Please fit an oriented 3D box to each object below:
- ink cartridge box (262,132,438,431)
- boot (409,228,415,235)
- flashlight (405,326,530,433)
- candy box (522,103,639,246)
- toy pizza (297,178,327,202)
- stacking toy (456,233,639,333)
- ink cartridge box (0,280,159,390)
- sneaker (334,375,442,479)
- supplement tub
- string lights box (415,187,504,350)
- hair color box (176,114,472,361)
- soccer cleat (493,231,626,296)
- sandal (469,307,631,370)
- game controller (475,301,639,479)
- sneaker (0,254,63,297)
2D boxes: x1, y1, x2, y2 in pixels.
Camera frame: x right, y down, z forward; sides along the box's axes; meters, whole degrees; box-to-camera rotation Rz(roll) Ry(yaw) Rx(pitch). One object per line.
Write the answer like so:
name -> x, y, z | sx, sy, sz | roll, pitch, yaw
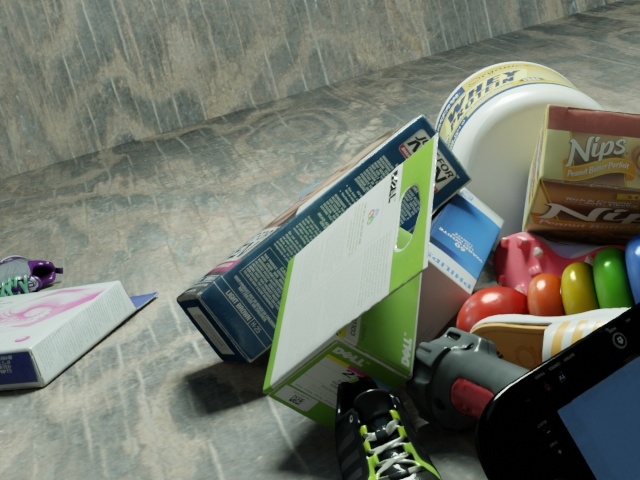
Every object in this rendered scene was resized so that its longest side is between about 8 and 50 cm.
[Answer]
ink cartridge box -> 0.063, 0.046, 1.358 | 0.255, 0.097, 0.188 | -41, 28, 39
boot -> 0.026, 0.007, 1.911 | 0.179, 0.085, 0.236 | -27, 19, -32
flashlight -> 0.163, 0.158, 1.217 | 0.103, 0.103, 0.304 | -23, 12, -17
candy box -> 0.326, -0.061, 1.516 | 0.183, 0.087, 0.316 | 6, -9, 6
toy pizza -> 0.060, -0.083, 2.311 | 0.201, 0.032, 0.201 | -14, 14, 3
stacking toy -> 0.295, 0.062, 1.382 | 0.330, 0.141, 0.141 | -16, 14, 18
ink cartridge box -> -0.450, 0.128, 1.974 | 0.324, 0.071, 0.330 | -9, 17, 25
sneaker -> 0.047, 0.184, 1.211 | 0.084, 0.097, 0.234 | -18, 15, -8
supplement tub -> 0.271, -0.117, 1.840 | 0.228, 0.228, 0.316 | -14, 15, 3
string lights box -> 0.127, 0.039, 1.587 | 0.133, 0.077, 0.259 | -51, 0, 24
hair color box -> 0.000, 0.000, 1.652 | 0.347, 0.105, 0.174 | -39, 6, -14
soccer cleat -> 0.296, 0.036, 1.580 | 0.095, 0.083, 0.248 | 4, 0, -31
sandal -> 0.225, 0.123, 1.276 | 0.076, 0.102, 0.265 | -32, 17, -37
game controller -> 0.255, 0.139, 1.048 | 0.319, 0.166, 0.067 | -26, 2, -34
sneaker -> -0.513, 0.072, 2.218 | 0.098, 0.083, 0.224 | -2, 18, 26
